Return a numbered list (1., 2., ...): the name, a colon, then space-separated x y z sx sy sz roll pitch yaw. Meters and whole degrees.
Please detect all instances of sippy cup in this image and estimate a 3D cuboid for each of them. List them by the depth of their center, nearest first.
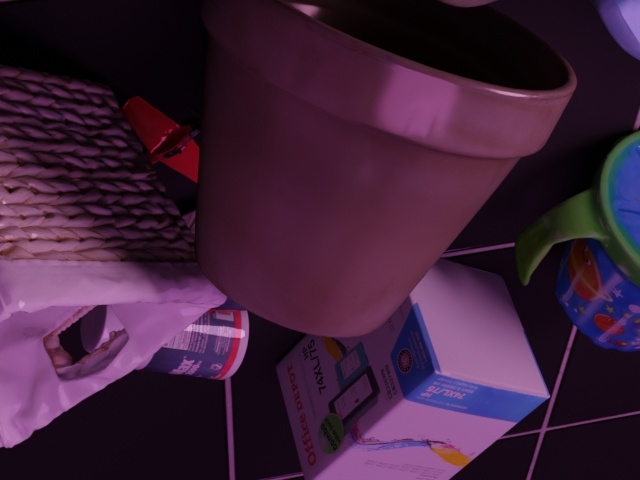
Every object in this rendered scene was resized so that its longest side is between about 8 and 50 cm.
1. sippy cup: 0.400 0.019 1.608 0.305 0.240 0.224 31 147 4

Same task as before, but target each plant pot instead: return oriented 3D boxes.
1. plant pot: 0.019 -0.080 1.166 0.323 0.323 0.280 9 116 -29

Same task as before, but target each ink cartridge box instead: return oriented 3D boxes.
1. ink cartridge box: 0.110 0.180 1.707 0.197 0.198 0.270 15 132 -35

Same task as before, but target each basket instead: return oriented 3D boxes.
1. basket: -0.332 0.028 1.215 0.328 0.266 0.331 -35 166 23

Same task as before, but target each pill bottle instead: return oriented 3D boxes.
1. pill bottle: -0.186 0.104 1.578 0.180 0.108 0.108 11 135 -30

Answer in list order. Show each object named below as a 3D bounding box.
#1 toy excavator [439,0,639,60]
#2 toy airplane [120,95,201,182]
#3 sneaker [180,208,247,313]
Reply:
1. toy excavator: 0.246 -0.268 1.146 0.445 0.222 0.433 -33 114 15
2. toy airplane: -0.180 -0.089 1.404 0.151 0.028 0.151 -9 140 -8
3. sneaker: 0.000 0.000 1.516 0.350 0.131 0.148 -12 151 2
